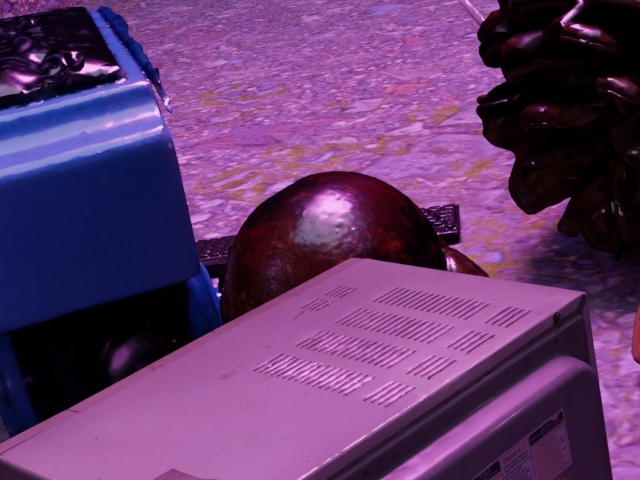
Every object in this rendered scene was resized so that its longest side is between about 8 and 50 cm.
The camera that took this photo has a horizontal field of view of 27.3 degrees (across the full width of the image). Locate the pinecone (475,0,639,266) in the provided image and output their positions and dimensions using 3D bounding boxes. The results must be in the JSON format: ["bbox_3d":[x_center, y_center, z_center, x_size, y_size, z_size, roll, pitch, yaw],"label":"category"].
[{"bbox_3d":[0.250,-0.116,0.996,0.298,0.242,0.296,30,49,1],"label":"pinecone"}]

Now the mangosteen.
[{"bbox_3d":[0.026,0.042,0.819,0.184,0.172,0.172,28,35,22],"label":"mangosteen"}]

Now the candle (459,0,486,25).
[{"bbox_3d":[0.338,-0.222,1.318,0.342,0.221,0.221,-19,20,-11],"label":"candle"}]

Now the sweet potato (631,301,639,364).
[{"bbox_3d":[0.288,0.050,0.742,0.251,0.097,0.097,6,25,37],"label":"sweet potato"}]

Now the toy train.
[{"bbox_3d":[-0.181,-0.020,0.924,0.188,0.265,0.300,-16,27,-14],"label":"toy train"}]

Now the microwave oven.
[{"bbox_3d":[0.006,0.121,0.611,0.194,0.145,0.240,12,29,44],"label":"microwave oven"}]

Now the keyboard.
[{"bbox_3d":[0.000,0.000,1.166,0.250,0.017,0.087,-7,18,9],"label":"keyboard"}]
